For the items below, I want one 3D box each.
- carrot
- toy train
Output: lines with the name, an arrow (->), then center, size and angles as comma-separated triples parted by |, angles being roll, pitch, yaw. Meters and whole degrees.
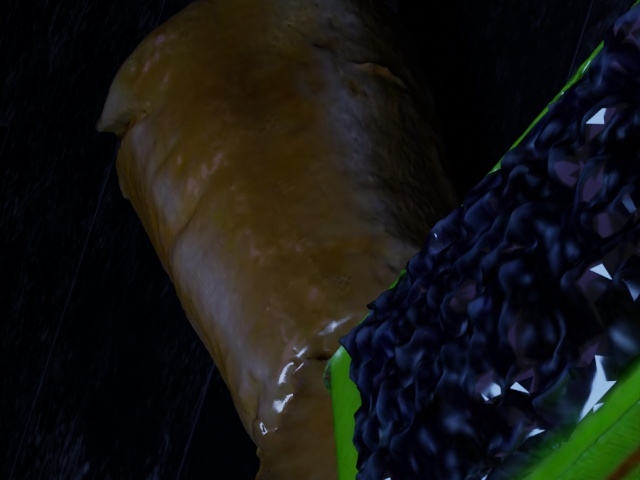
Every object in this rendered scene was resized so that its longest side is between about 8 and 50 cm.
carrot -> 0.000, 0.000, 1.022 | 0.196, 0.196, 0.254 | -58, 32, 26
toy train -> 0.143, 0.068, 0.613 | 0.307, 0.249, 0.173 | -51, 30, 37
